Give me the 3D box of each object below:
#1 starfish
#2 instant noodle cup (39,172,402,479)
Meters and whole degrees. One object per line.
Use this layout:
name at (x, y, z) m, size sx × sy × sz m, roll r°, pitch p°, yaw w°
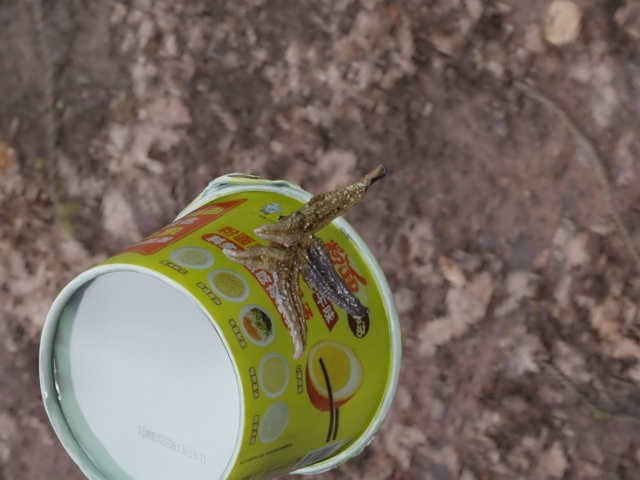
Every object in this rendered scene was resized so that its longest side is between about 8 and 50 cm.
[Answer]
starfish at (-0.004, 0.000, 0.995) m, size 0.041 × 0.133 × 0.130 m, roll 15°, pitch 57°, yaw 33°
instant noodle cup at (-0.105, 0.106, 1.504) m, size 0.311 × 0.221 × 0.311 m, roll 8°, pitch 105°, yaw 30°
